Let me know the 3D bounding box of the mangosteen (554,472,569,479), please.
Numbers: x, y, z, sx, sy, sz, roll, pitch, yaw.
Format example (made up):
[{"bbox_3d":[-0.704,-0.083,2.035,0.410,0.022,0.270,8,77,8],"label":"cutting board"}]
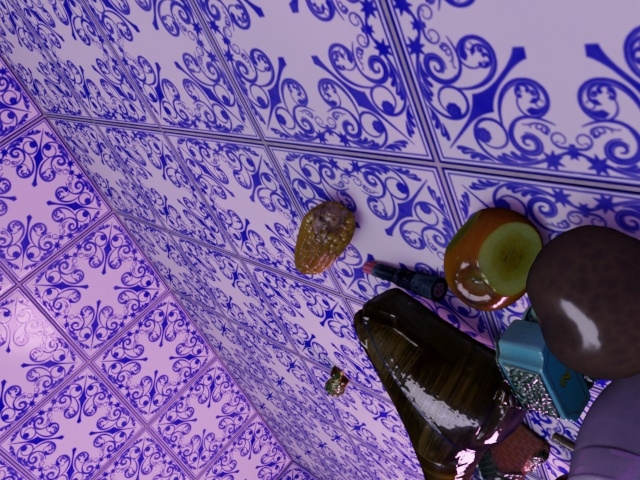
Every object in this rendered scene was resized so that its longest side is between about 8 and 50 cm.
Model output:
[{"bbox_3d":[0.587,0.591,1.367,0.156,0.146,0.181,47,155,3],"label":"mangosteen"}]

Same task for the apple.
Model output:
[{"bbox_3d":[0.281,0.035,1.008,0.146,0.147,0.163,44,153,1],"label":"apple"}]

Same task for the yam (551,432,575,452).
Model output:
[{"bbox_3d":[0.563,0.459,1.355,0.116,0.021,0.021,26,148,39],"label":"yam"}]

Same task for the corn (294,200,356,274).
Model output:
[{"bbox_3d":[0.000,0.000,1.426,0.119,0.119,0.322,44,154,5],"label":"corn"}]

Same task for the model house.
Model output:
[{"bbox_3d":[0.433,0.537,1.495,0.166,0.172,0.183,40,154,15],"label":"model house"}]

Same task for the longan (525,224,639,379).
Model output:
[{"bbox_3d":[0.391,0.083,0.861,0.212,0.198,0.198,52,157,14],"label":"longan"}]

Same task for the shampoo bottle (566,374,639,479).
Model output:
[{"bbox_3d":[0.536,0.352,0.952,0.273,0.266,0.273,36,152,22],"label":"shampoo bottle"}]

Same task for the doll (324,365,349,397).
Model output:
[{"bbox_3d":[0.050,0.489,2.120,0.078,0.077,0.113,44,155,25],"label":"doll"}]

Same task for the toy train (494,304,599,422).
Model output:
[{"bbox_3d":[0.398,0.206,1.066,0.112,0.163,0.203,0,130,55],"label":"toy train"}]

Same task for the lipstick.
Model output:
[{"bbox_3d":[0.177,0.083,1.360,0.234,0.053,0.053,15,141,54],"label":"lipstick"}]

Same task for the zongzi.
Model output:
[{"bbox_3d":[0.198,0.354,1.354,0.403,0.208,0.432,34,121,18],"label":"zongzi"}]
